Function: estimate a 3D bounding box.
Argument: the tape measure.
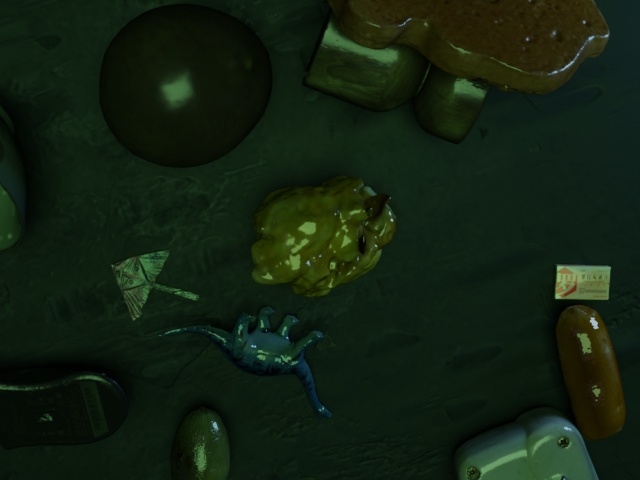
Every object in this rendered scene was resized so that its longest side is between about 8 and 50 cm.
[{"bbox_3d":[0.366,0.432,1.721,0.265,0.130,0.258,-24,102,1],"label":"tape measure"}]

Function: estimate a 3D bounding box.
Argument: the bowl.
[{"bbox_3d":[-0.564,-0.140,1.538,0.337,0.337,0.157,29,57,-7],"label":"bowl"}]

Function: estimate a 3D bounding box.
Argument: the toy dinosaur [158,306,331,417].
[{"bbox_3d":[-0.088,0.173,1.683,0.329,0.076,0.144,29,103,-17],"label":"toy dinosaur"}]

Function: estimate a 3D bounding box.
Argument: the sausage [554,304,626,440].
[{"bbox_3d":[0.455,0.221,1.711,0.098,0.098,0.238,-16,98,-1],"label":"sausage"}]

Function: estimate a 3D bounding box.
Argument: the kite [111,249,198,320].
[{"bbox_3d":[-0.278,0.076,1.690,0.152,0.005,0.137,27,99,-7],"label":"kite"}]

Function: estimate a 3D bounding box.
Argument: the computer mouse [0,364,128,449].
[{"bbox_3d":[-0.444,0.264,1.670,0.264,0.088,0.147,-5,116,-3],"label":"computer mouse"}]

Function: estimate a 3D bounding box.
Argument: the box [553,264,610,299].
[{"bbox_3d":[0.442,0.071,1.724,0.093,0.015,0.058,1,97,-4],"label":"box"}]

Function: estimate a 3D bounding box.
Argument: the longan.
[{"bbox_3d":[-0.202,-0.232,1.525,0.258,0.258,0.258,0,99,-3],"label":"longan"}]

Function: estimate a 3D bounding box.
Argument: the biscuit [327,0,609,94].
[{"bbox_3d":[0.214,-0.366,1.510,0.455,0.078,0.349,16,54,-8],"label":"biscuit"}]

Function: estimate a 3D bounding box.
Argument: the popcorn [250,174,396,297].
[{"bbox_3d":[0.001,-0.002,1.606,0.254,0.191,0.190,-17,113,-9],"label":"popcorn"}]

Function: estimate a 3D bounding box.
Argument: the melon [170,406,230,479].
[{"bbox_3d":[-0.199,0.357,1.692,0.099,0.099,0.162,4,96,-4],"label":"melon"}]

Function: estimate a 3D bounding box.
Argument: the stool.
[{"bbox_3d":[0.122,-0.277,1.571,0.264,0.179,0.179,20,97,-7],"label":"stool"}]
